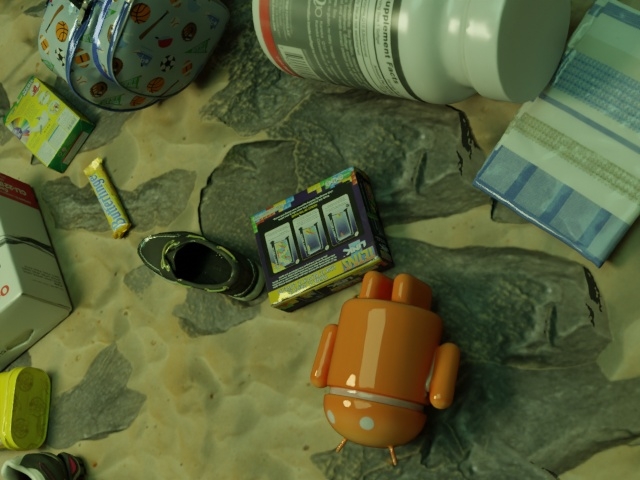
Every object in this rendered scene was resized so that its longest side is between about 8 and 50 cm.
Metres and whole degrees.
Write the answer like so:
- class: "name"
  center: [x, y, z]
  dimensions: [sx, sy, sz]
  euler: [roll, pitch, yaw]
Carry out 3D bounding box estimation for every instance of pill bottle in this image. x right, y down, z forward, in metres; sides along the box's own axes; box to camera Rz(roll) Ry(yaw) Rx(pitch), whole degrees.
- class: "pill bottle"
  center: [0.108, -0.284, 1.168]
  dimensions: [0.363, 0.210, 0.210]
  euler: [18, 85, 37]

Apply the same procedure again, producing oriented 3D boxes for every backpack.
- class: "backpack"
  center: [-0.287, -0.325, 1.421]
  dimensions: [0.263, 0.277, 0.213]
  euler: [-54, 53, 21]

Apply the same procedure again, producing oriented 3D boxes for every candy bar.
- class: "candy bar"
  center: [-0.341, -0.067, 1.498]
  dimensions: [0.040, 0.018, 0.161]
  euler: [-40, 57, 15]

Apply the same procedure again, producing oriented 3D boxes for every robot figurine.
- class: "robot figurine"
  center: [0.076, 0.149, 1.106]
  dimensions: [0.158, 0.128, 0.219]
  euler: [13, 79, -5]

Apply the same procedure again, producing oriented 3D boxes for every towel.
- class: "towel"
  center: [0.332, -0.134, 1.098]
  dimensions: [0.209, 0.034, 0.285]
  euler: [38, 96, 35]

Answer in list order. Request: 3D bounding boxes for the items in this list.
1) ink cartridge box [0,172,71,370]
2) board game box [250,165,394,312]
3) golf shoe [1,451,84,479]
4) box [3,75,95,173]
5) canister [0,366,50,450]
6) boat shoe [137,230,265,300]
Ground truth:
- class: "ink cartridge box"
  center: [-0.544, 0.049, 1.526]
  dimensions: [0.197, 0.114, 0.272]
  euler: [-38, 60, 15]
- class: "board game box"
  center: [0.000, 0.000, 1.249]
  dimensions: [0.170, 0.048, 0.141]
  euler: [-24, 65, 23]
- class: "golf shoe"
  center: [-0.372, 0.423, 1.299]
  dimensions: [0.105, 0.120, 0.272]
  euler: [-37, 60, 14]
- class: "box"
  center: [-0.473, -0.204, 1.610]
  dimensions: [0.179, 0.043, 0.105]
  euler: [40, 97, 32]
- class: "canister"
  center: [-0.511, 0.268, 1.461]
  dimensions: [0.170, 0.073, 0.126]
  euler: [-11, 68, 30]
- class: "boat shoe"
  center: [-0.184, 0.027, 1.340]
  dimensions: [0.228, 0.069, 0.081]
  euler: [14, 82, 34]
